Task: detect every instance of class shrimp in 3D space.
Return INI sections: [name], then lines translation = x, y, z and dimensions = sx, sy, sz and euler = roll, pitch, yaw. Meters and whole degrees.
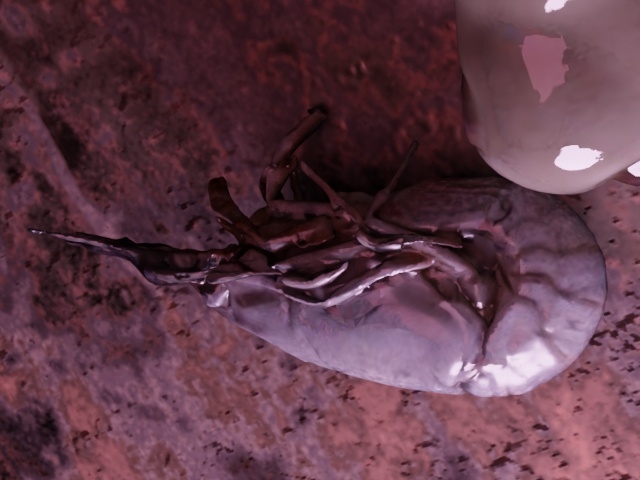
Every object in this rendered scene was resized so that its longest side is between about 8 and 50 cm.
[shrimp]
translation = -0.002, 0.007, 1.087
dimensions = 0.343, 0.116, 0.145
euler = 8, 113, 16

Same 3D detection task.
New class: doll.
[doll]
translation = 0.212, -0.129, 0.861
dimensions = 0.370, 0.226, 0.215
euler = 4, 109, 25
